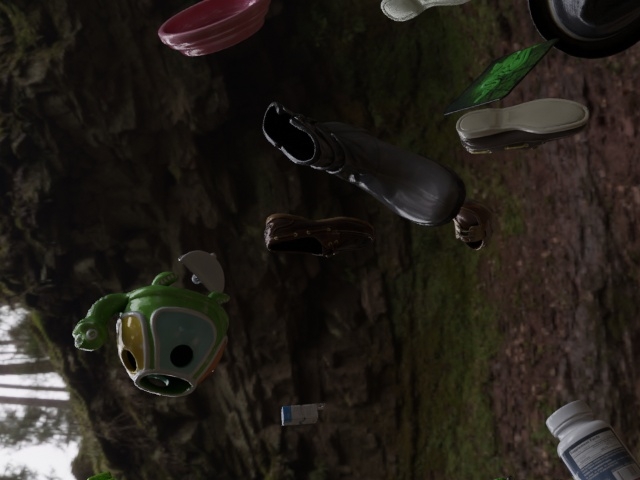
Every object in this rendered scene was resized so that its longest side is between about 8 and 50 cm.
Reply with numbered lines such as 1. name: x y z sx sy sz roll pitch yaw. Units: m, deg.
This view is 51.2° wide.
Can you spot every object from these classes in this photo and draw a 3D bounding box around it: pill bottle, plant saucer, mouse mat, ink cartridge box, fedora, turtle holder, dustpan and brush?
1. pill bottle: 0.478 0.375 1.156 0.108 0.108 0.180 41 -163 -51
2. plant saucer: -0.289 -0.612 1.882 0.332 0.332 0.084 -62 -40 -44
3. mouse mat: 0.311 -0.284 1.157 0.190 0.153 0.007 -45 -70 -25
4. ink cartridge box: -0.032 0.335 1.282 0.048 0.083 0.028 101 164 -62
5. fedora: 0.587 -0.533 1.336 0.152 0.334 0.333 -72 -30 -73
6. turtle holder: -0.365 0.217 1.533 0.320 0.243 0.227 41 -142 -41
7. dustpan and brush: -0.302 0.071 1.779 0.147 0.060 0.211 48 -154 -12

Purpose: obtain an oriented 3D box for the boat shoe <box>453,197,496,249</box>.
1. boat shoe: 0.489 -0.049 2.140 0.324 0.123 0.116 35 -104 -57

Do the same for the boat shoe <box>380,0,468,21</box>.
1. boat shoe: 0.274 -0.610 1.580 0.109 0.305 0.091 37 -114 -34

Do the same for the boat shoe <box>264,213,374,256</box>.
1. boat shoe: 0.000 0.000 1.226 0.073 0.207 0.073 -96 11 -46

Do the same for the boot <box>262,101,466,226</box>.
1. boot: 0.059 -0.125 1.123 0.223 0.338 0.118 7 -71 -47

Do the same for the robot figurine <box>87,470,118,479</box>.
1. robot figurine: -0.368 0.456 1.142 0.067 0.101 0.115 -13 -70 -32

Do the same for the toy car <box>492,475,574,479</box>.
1. toy car: 0.441 0.551 1.419 0.225 0.239 0.053 23 -138 -30

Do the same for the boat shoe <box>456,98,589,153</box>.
1. boat shoe: 0.517 -0.283 1.708 0.096 0.325 0.116 59 -142 -43
